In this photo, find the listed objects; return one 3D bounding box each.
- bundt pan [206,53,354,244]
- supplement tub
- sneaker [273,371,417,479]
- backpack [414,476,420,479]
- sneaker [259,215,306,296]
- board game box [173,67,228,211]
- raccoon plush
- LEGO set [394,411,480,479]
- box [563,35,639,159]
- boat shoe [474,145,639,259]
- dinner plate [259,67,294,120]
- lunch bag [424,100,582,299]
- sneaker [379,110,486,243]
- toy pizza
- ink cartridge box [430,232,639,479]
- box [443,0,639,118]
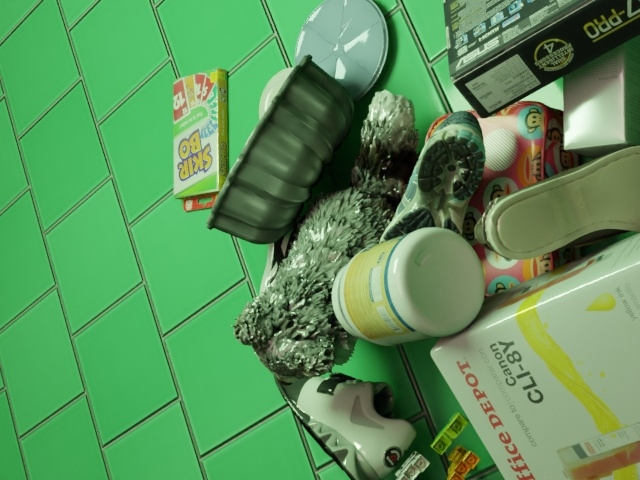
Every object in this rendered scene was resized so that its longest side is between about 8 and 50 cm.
[{"bbox_3d":[-0.050,-0.132,1.792,0.124,0.331,0.331,30,107,0],"label":"bundt pan"},{"bbox_3d":[0.114,0.067,1.503,0.200,0.144,0.144,-21,71,61],"label":"supplement tub"},{"bbox_3d":[0.044,0.274,1.777,0.146,0.122,0.330,-41,35,-9],"label":"sneaker"},{"bbox_3d":[0.090,0.457,1.689,0.117,0.158,0.173,52,132,11],"label":"backpack"},{"bbox_3d":[-0.034,0.061,1.878,0.121,0.079,0.216,-4,81,41],"label":"sneaker"},{"bbox_3d":[-0.229,-0.189,2.100,0.124,0.039,0.259,-7,83,39],"label":"board game box"},{"bbox_3d":[0.000,0.000,1.660,0.216,0.299,0.446,5,102,22],"label":"raccoon plush"},{"bbox_3d":[0.208,0.296,1.648,0.087,0.093,0.227,42,84,-1],"label":"LEGO set"},{"bbox_3d":[0.402,-0.203,1.516,0.091,0.130,0.170,-3,82,39],"label":"box"},{"bbox_3d":[0.362,-0.050,1.468,0.097,0.324,0.116,179,74,-80],"label":"boat shoe"},{"bbox_3d":[-0.062,-0.242,1.979,0.141,0.017,0.141,-6,81,41],"label":"dinner plate"},{"bbox_3d":[0.250,-0.050,1.631,0.258,0.120,0.293,-4,83,40],"label":"lunch bag"},{"bbox_3d":[0.170,-0.061,1.581,0.110,0.122,0.283,23,129,-2],"label":"sneaker"},{"bbox_3d":[0.038,-0.325,1.894,0.201,0.032,0.201,-5,81,38],"label":"toy pizza"},{"bbox_3d":[0.379,0.166,1.415,0.385,0.160,0.279,-28,94,35],"label":"ink cartridge box"},{"bbox_3d":[0.349,-0.374,1.486,0.395,0.097,0.318,-29,38,26],"label":"box"}]
